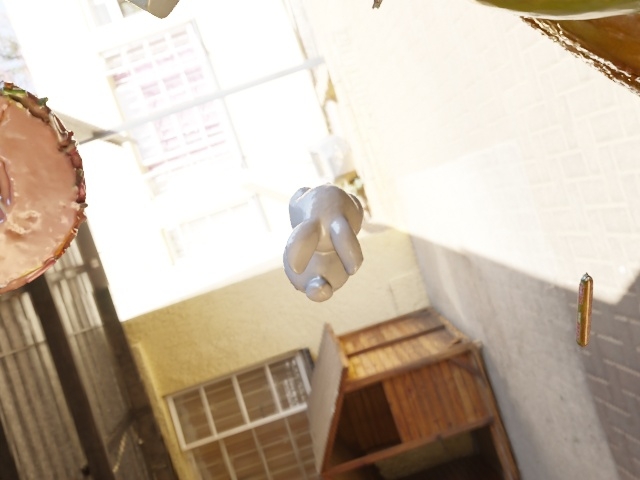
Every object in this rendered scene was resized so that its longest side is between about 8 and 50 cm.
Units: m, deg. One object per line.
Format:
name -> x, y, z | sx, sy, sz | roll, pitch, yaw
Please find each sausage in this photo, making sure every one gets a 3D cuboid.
sausage -> 0.267, 0.072, 0.725 | 0.015, 0.015, 0.100 | -108, 6, -55

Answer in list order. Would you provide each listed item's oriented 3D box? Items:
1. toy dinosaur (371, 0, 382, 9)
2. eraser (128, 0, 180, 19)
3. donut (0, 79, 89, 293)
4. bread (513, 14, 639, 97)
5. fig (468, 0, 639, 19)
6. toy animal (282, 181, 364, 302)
toy dinosaur -> 0.094, -0.366, 0.858 | 0.209, 0.082, 0.039 | 119, 159, -48
eraser -> -0.322, -0.491, 1.100 | 0.290, 0.189, 0.104 | 33, -174, 13
donut -> -0.352, -0.043, 0.737 | 0.085, 0.232, 0.199 | 36, 153, 62
bread -> 0.278, -0.233, 0.671 | 0.328, 0.148, 0.337 | 41, -155, 29
fig -> 0.200, -0.244, 0.375 | 0.258, 0.326, 0.258 | 35, -144, -30
toy animal -> 0.001, 0.008, 1.184 | 0.193, 0.127, 0.179 | 107, 170, -58
